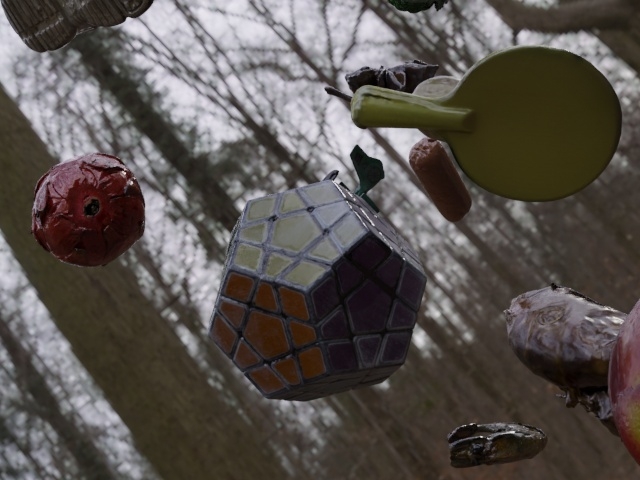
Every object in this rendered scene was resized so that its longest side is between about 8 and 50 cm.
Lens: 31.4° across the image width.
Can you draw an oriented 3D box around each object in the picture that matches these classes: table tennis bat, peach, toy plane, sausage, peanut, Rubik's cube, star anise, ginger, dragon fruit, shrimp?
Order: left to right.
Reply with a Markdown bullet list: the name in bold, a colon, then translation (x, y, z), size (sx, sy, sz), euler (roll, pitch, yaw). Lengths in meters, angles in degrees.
- **dragon fruit**: translation (-0.456, -0.060, 2.251), size (0.241, 0.241, 0.252), euler (-27, 6, -37)
- **Rubik's cube**: translation (-0.006, 0.074, 1.571), size (0.319, 0.264, 0.319), euler (-13, -15, -4)
- **toy plane**: translation (0.000, 0.000, 2.152), size (0.382, 0.106, 0.155), euler (-49, -56, -5)
- **star anise**: translation (0.124, -0.309, 2.278), size (0.209, 0.089, 0.231), euler (-10, 2, -33)
- **sausage**: translation (0.271, -0.135, 2.553), size (0.086, 0.086, 0.289), euler (-43, -38, -1)
- **peanut**: translation (0.275, -0.222, 1.961), size (0.123, 0.256, 0.124), euler (-20, -66, -57)
- **table tennis bat**: translation (0.224, -0.164, 1.561), size (0.054, 0.368, 0.224), euler (-62, -24, -62)
- **shrimp**: translation (0.314, 0.373, 2.137), size (0.253, 0.173, 0.058), euler (-1, -80, -34)
- **ginger**: translation (0.491, 0.226, 2.055), size (0.176, 0.418, 0.254), euler (-28, -63, -22)
- **peach**: translation (0.351, 0.092, 1.139), size (0.189, 0.068, 0.279), euler (126, 164, -62)

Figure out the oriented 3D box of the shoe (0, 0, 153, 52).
- **shoe**: translation (-0.352, -0.445, 1.858), size (0.351, 0.172, 0.198), euler (-13, 21, 34)

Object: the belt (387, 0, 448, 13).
- **belt**: translation (0.115, -0.354, 1.387), size (0.121, 0.151, 0.079), euler (-9, -3, -2)
